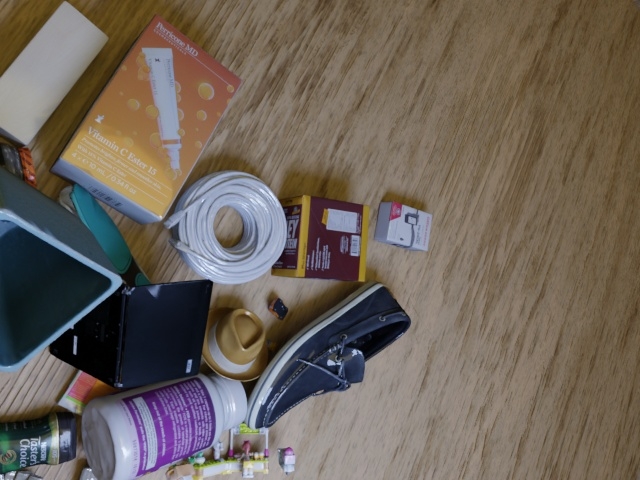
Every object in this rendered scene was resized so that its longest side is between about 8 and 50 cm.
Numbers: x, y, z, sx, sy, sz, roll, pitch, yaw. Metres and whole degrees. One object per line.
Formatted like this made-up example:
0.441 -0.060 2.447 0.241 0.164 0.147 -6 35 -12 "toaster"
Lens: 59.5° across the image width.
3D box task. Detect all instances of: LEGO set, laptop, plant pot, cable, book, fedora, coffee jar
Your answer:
-0.202 0.464 1.236 0.286 0.132 0.107 7 76 -25 "LEGO set"
-0.367 0.149 1.073 0.136 0.264 0.234 -40 147 -61 "laptop"
-0.524 0.013 0.898 0.247 0.252 0.248 -39 143 1 "plant pot"
-0.205 -0.028 1.268 0.257 0.089 0.257 47 65 -23 "cable"
-0.449 0.286 1.137 0.096 0.035 0.144 37 69 -22 "book"
-0.178 0.212 1.230 0.194 0.079 0.194 27 36 -21 "fedora"
-0.553 0.379 1.039 0.184 0.079 0.096 -2 94 -32 "coffee jar"

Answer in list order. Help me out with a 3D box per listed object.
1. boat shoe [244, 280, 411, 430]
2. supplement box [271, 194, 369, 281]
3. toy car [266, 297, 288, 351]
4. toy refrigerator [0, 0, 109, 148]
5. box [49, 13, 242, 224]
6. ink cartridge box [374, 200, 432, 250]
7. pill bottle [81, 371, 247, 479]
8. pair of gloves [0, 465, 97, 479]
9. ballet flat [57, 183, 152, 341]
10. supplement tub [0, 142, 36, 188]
0.029 0.282 1.333 0.500 0.156 0.187 -34 150 -31 "boat shoe"
0.000 0.000 1.369 0.194 0.129 0.192 7 85 -32 "supplement box"
-0.120 0.198 1.338 0.060 0.040 0.122 39 65 -47 "toy car"
-0.535 -0.315 1.072 0.102 0.094 0.270 39 70 -32 "toy refrigerator"
-0.350 -0.235 1.137 0.215 0.168 0.345 34 71 -26 "box"
0.232 -0.038 1.554 0.150 0.063 0.109 14 81 -30 "ink cartridge box"
-0.304 0.361 1.131 0.301 0.169 0.169 -7 92 -44 "pill bottle"
-0.521 0.539 1.077 0.240 0.042 0.204 8 87 -30 "pair of gloves"
-0.415 0.089 1.114 0.147 0.147 0.409 -41 108 -26 "ballet flat"
-0.618 -0.114 0.996 0.190 0.117 0.117 -11 94 -32 "supplement tub"
